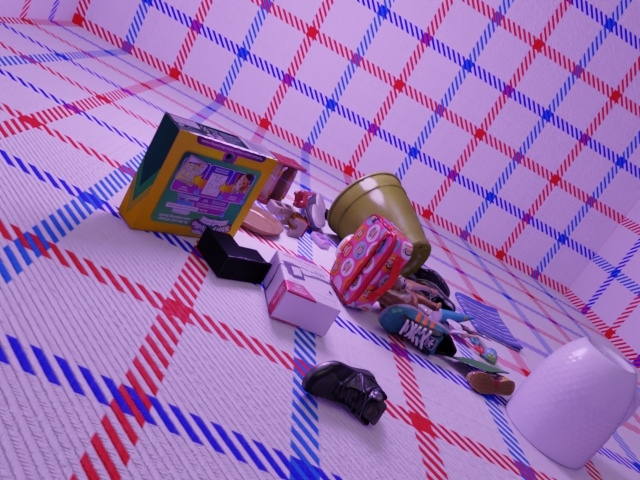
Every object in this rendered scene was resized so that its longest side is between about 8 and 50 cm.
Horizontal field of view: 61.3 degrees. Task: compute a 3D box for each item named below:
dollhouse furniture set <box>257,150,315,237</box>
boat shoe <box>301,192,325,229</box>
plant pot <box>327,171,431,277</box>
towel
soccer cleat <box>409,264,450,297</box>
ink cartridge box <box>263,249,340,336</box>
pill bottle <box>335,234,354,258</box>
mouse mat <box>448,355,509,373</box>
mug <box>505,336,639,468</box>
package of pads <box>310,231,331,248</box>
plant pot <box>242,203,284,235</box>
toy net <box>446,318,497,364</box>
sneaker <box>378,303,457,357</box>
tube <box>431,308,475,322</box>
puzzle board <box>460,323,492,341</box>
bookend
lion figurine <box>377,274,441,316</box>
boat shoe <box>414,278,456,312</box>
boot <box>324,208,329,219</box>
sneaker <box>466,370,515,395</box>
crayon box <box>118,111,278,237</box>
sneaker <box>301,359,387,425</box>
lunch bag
[{"bbox_3d":[-0.117,-0.185,2.186,0.152,0.201,0.374,14,23,-43],"label":"dollhouse furniture set"},{"bbox_3d":[-0.039,-0.115,2.346,0.335,0.095,0.112,-79,145,-68],"label":"boat shoe"},{"bbox_3d":[0.270,-0.032,2.240,0.366,0.366,0.353,12,37,-47],"label":"plant pot"},{"bbox_3d":[0.745,0.352,2.411,0.243,0.040,0.336,26,18,-14],"label":"towel"},{"bbox_3d":[0.453,0.154,2.371,0.318,0.109,0.116,39,15,33],"label":"soccer cleat"},{"bbox_3d":[-0.060,0.144,1.534,0.172,0.100,0.237,25,18,-22],"label":"ink cartridge box"},{"bbox_3d":[0.171,0.084,2.054,0.221,0.121,0.121,40,19,26],"label":"pill bottle"},{"bbox_3d":[0.532,0.417,1.809,0.152,0.007,0.189,15,-3,42],"label":"mouse mat"},{"bbox_3d":[0.818,0.489,1.658,0.374,0.328,0.276,24,19,-22],"label":"mug"},{"bbox_3d":[0.000,0.000,2.152,0.050,0.032,0.083,13,24,-48],"label":"package of pads"},{"bbox_3d":[-0.244,-0.080,1.968,0.236,0.032,0.236,28,16,-9],"label":"plant pot"},{"bbox_3d":[0.557,0.381,2.013,0.232,0.045,0.122,36,20,21],"label":"toy net"},{"bbox_3d":[0.325,0.296,1.744,0.302,0.108,0.121,23,14,-29],"label":"sneaker"},{"bbox_3d":[0.520,0.304,2.131,0.207,0.080,0.052,14,66,-38],"label":"tube"},{"bbox_3d":[0.608,0.361,2.130,0.096,0.011,0.128,27,-2,-11],"label":"puzzle board"},{"bbox_3d":[-0.249,0.043,1.547,0.156,0.072,0.157,15,23,-45],"label":"bookend"},{"bbox_3d":[0.311,0.205,1.983,0.240,0.142,0.392,25,2,6],"label":"lion figurine"},{"bbox_3d":[0.470,0.232,2.223,0.206,0.075,0.065,38,15,7],"label":"boat shoe"},{"bbox_3d":[0.043,-0.101,2.491,0.121,0.045,0.099,25,21,-21],"label":"boot"},{"bbox_3d":[0.533,0.455,1.742,0.185,0.070,0.084,20,-3,-21],"label":"sneaker"},{"bbox_3d":[-0.343,-0.163,1.553,0.362,0.313,0.106,10,30,-50],"label":"crayon box"},{"bbox_3d":[0.067,0.343,1.215,0.227,0.087,0.130,24,11,-40],"label":"sneaker"},{"bbox_3d":[0.169,0.083,1.771,0.120,0.293,0.258,27,17,-29],"label":"lunch bag"}]
